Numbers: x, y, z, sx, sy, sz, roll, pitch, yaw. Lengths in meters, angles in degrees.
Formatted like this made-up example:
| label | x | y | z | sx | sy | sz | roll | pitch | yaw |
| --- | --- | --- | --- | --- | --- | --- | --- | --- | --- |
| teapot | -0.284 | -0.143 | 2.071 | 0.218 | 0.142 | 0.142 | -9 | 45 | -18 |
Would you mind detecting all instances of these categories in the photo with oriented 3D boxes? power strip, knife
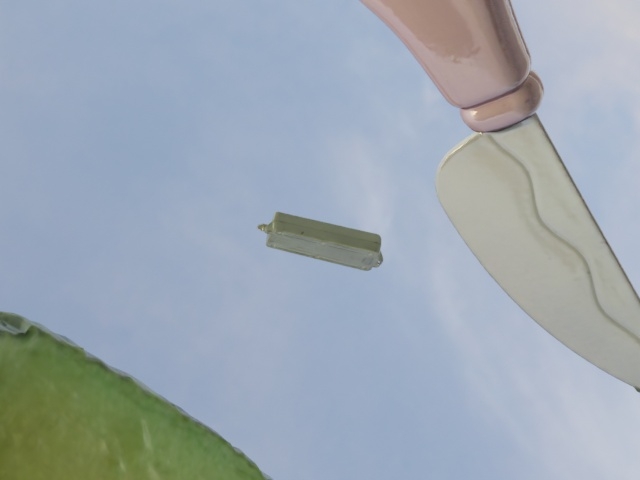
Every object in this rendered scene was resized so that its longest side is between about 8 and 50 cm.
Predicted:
| label | x | y | z | sx | sy | sz | roll | pitch | yaw |
| --- | --- | --- | --- | --- | --- | --- | --- | --- | --- |
| power strip | 0.000 | 0.000 | 0.913 | 0.083 | 0.027 | 0.017 | 14 | -122 | -6 |
| knife | 0.090 | -0.034 | 0.690 | 0.336 | 0.081 | 0.043 | 60 | -152 | -28 |

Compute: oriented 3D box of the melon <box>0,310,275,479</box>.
| label | x | y | z | sx | sy | sz | roll | pitch | yaw |
| --- | --- | --- | --- | --- | --- | --- | --- | --- | --- |
| melon | -0.156 | 0.211 | 0.501 | 0.331 | 0.343 | 0.226 | 50 | -144 | -36 |
